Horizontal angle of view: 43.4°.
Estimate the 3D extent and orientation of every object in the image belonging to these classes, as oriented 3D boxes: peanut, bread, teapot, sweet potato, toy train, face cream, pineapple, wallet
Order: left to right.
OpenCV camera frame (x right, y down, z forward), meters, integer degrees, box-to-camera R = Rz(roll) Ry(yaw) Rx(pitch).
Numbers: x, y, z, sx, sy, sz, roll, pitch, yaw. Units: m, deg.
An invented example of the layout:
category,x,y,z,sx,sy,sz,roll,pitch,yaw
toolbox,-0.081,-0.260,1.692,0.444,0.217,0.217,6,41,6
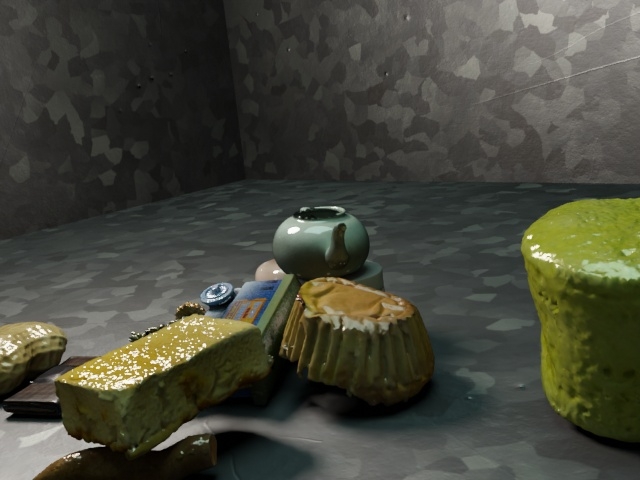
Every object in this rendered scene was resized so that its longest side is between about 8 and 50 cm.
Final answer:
category,x,y,z,sx,sy,sz,roll,pitch,yaw
peanut,-0.624,0.234,1.596,0.196,0.110,0.233,-1,12,23
wallet,-0.481,0.269,1.522,0.124,0.042,0.230,0,15,15
sweet potato,-0.286,0.323,1.139,0.281,0.059,0.067,-9,52,7
bread,-0.230,0.209,1.205,0.184,0.114,0.274,2,20,43
pineapple,-0.308,0.166,1.902,0.083,0.045,0.019,-1,25,6
toy train,-0.151,0.173,1.476,0.202,0.131,0.300,-5,28,20
teapot,0.000,0.000,1.592,0.193,0.130,0.294,-8,14,-15
face cream,0.044,0.132,1.631,0.177,0.153,0.177,-6,14,1
bread,0.068,0.164,1.370,0.274,0.149,0.274,8,24,-4
bread,0.463,0.107,1.168,0.348,0.308,0.348,-1,16,0

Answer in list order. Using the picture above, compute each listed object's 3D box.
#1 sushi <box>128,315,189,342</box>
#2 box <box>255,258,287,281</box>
category,x,y,z,sx,sy,sz,roll,pitch,yaw
sushi,-0.301,0.207,1.581,0.226,0.103,0.097,-18,16,-19
box,-0.070,0.085,2.046,0.146,0.088,0.200,8,18,44
